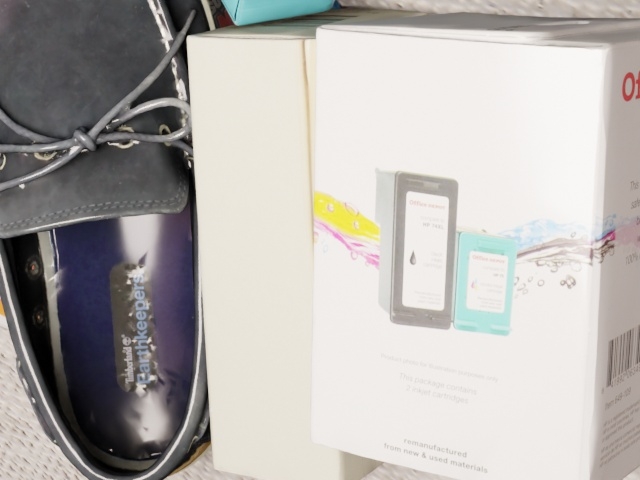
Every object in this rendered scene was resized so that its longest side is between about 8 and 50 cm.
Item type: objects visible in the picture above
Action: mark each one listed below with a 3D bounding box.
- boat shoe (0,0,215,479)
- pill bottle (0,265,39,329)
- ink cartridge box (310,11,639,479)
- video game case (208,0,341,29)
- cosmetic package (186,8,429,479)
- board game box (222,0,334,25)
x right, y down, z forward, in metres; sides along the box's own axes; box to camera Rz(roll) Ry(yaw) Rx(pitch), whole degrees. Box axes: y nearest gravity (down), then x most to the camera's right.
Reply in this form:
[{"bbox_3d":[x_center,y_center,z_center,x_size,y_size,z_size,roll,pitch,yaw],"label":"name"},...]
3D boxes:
[{"bbox_3d":[-0.158,-0.055,1.073,0.186,0.156,0.500,-7,100,1],"label":"boat shoe"},{"bbox_3d":[-0.205,-0.038,1.223,0.121,0.121,0.216,29,114,25],"label":"pill bottle"},{"bbox_3d":[0.126,-0.005,0.965,0.197,0.198,0.270,9,104,32],"label":"ink cartridge box"},{"bbox_3d":[-0.051,-0.183,1.153,0.119,0.015,0.166,-34,81,34],"label":"video game case"},{"bbox_3d":[0.000,0.000,1.064,0.113,0.160,0.309,5,107,30],"label":"cosmetic package"},{"bbox_3d":[-0.039,-0.347,0.954,0.254,0.079,0.336,61,150,29],"label":"board game box"}]
